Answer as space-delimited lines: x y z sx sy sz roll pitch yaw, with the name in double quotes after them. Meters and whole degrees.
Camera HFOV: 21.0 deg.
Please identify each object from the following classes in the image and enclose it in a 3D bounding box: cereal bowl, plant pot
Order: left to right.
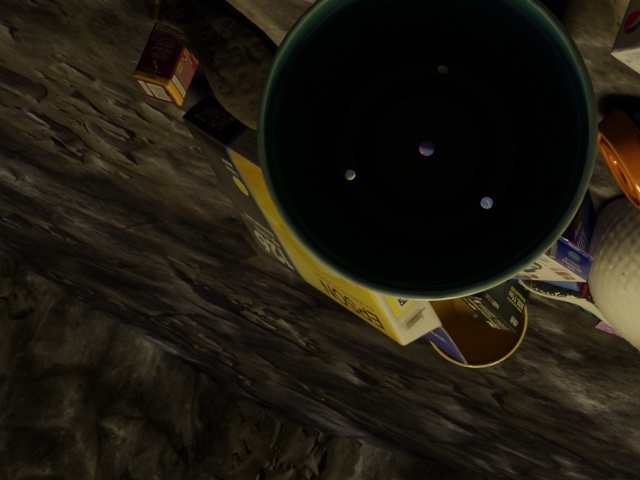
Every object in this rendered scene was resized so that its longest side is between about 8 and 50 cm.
0.092 -0.084 1.493 0.271 0.271 0.255 20 180 4 "plant pot"
0.205 0.090 2.261 0.134 0.134 0.095 20 -168 4 "plant pot"
0.438 0.082 1.831 0.339 0.141 0.339 19 165 5 "cereal bowl"

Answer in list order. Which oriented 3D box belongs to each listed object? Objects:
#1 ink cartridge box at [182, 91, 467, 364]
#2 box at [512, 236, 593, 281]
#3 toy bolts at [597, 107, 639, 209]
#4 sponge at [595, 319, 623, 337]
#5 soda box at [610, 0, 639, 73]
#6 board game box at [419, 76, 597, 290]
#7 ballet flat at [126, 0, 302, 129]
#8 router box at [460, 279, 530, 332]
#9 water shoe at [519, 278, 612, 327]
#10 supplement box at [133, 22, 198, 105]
0.000 0.000 1.933 0.303 0.072 0.307 31 155 51 "ink cartridge box"
0.218 0.015 1.798 0.081 0.028 0.136 30 165 -33 "box"
0.365 -0.059 1.523 0.218 0.158 0.228 60 -179 8 "toy bolts"
0.460 0.124 2.173 0.210 0.031 0.117 21 166 1 "sponge"
0.331 -0.128 1.328 0.216 0.074 0.069 29 164 -27 "soda box"
0.155 -0.064 1.811 0.233 0.078 0.347 16 165 19 "board game box"
-0.092 -0.187 1.600 0.058 0.084 0.250 -6 -139 -50 "ballet flat"
0.218 0.049 2.116 0.038 0.092 0.122 12 164 33 "router box"
0.334 0.055 2.062 0.203 0.073 0.080 24 -172 4 "water shoe"
-0.153 -0.190 1.773 0.043 0.083 0.055 17 165 16 "supplement box"
